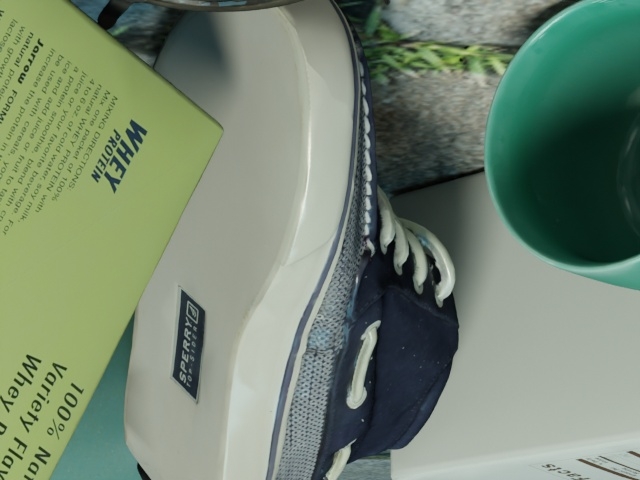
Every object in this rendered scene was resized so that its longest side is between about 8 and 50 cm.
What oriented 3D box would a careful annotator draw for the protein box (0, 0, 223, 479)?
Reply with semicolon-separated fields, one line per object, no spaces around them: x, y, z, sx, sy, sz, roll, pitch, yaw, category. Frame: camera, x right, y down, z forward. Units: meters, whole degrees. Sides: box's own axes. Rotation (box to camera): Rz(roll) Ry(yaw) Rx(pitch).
-0.178;-0.015;0.705;0.136;0.199;0.201;21;170;33;protein box

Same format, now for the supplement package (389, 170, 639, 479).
0.203;0.046;1.023;0.293;0.177;0.175;-14;157;37;supplement package

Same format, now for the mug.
0.165;-0.044;0.821;0.158;0.129;0.097;-15;160;38;mug

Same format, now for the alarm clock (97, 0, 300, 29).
-0.026;-0.135;0.650;0.129;0.064;0.192;13;154;-37;alarm clock

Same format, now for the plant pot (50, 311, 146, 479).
-0.130;0.124;1.117;0.235;0.293;0.293;-14;165;-14;plant pot

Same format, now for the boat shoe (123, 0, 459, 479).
0.000;0.000;0.903;0.158;0.127;0.340;-21;143;-33;boat shoe
